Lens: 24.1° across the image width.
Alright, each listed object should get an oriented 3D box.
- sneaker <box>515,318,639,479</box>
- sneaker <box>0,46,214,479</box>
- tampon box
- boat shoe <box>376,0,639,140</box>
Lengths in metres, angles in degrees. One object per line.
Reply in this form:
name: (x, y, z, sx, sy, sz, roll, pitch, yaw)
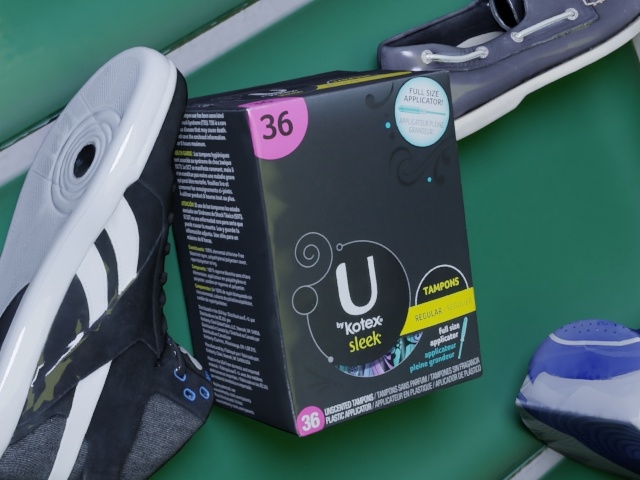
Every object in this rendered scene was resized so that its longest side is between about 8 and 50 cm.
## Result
sneaker: (0.261, 0.078, 0.939, 0.315, 0.127, 0.182, 27, 77, -39)
sneaker: (-0.092, 0.024, 0.729, 0.121, 0.079, 0.217, 25, 90, -35)
tampon box: (0.000, 0.000, 0.764, 0.120, 0.101, 0.161, -15, 103, -31)
boat shoe: (0.117, -0.126, 0.843, 0.206, 0.075, 0.065, -34, 115, -20)
